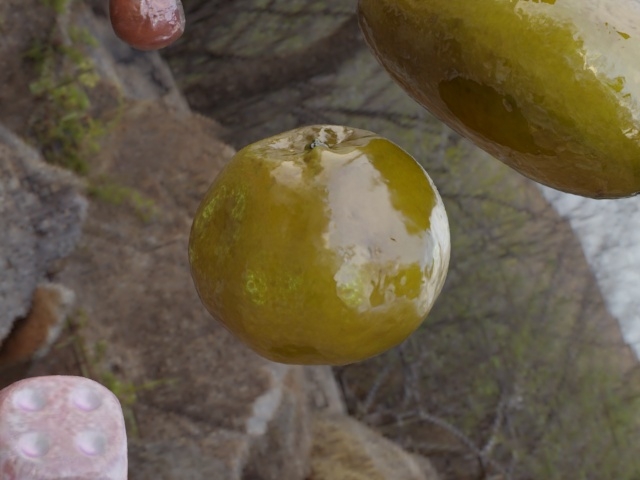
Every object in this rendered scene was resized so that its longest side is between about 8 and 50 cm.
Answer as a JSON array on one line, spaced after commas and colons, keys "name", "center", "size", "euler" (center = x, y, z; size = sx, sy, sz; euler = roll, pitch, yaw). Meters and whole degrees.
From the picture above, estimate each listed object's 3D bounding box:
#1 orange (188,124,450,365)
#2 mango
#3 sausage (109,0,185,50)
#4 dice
[{"name": "orange", "center": [0.000, 0.000, 1.333], "size": [0.279, 0.279, 0.235], "euler": [-71, 164, -60]}, {"name": "mango", "center": [0.214, -0.192, 1.364], "size": [0.301, 0.445, 0.221], "euler": [9, 106, -58]}, {"name": "sausage", "center": [-0.141, -0.187, 1.033], "size": [0.094, 0.054, 0.059], "euler": [-49, 132, -87]}, {"name": "dice", "center": [-0.190, 0.157, 0.893], "size": [0.091, 0.093, 0.094], "euler": [-110, -153, -43]}]
